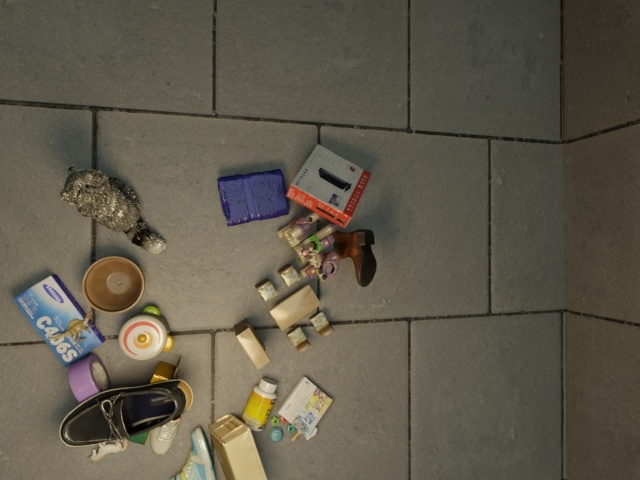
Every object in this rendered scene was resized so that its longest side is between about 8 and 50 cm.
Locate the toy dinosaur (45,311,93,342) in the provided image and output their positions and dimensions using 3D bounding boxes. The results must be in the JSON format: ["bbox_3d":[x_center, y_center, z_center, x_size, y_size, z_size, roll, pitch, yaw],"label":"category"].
[{"bbox_3d":[-0.995,0.368,1.626,0.183,0.053,0.093,-37,83,-22],"label":"toy dinosaur"}]

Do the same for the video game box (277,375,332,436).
[{"bbox_3d":[-0.073,0.791,1.920,0.187,0.048,0.205,43,69,-6],"label":"video game box"}]

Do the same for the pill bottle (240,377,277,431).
[{"bbox_3d":[-0.276,0.751,1.849,0.117,0.117,0.215,24,84,-14],"label":"pill bottle"}]

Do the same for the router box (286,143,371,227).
[{"bbox_3d":[0.046,-0.258,1.854,0.301,0.082,0.336,28,50,-2],"label":"router box"}]

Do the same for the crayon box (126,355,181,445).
[{"bbox_3d":[-0.696,0.651,1.694,0.083,0.203,0.323,23,83,-13],"label":"crayon box"}]

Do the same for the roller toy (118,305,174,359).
[{"bbox_3d":[-0.748,0.407,1.711,0.191,0.146,0.209,-29,97,-13],"label":"roller toy"}]

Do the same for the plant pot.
[{"bbox_3d":[-0.865,0.185,1.701,0.237,0.109,0.238,0,89,-16],"label":"plant pot"}]

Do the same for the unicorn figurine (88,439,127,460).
[{"bbox_3d":[-0.907,0.878,1.708,0.161,0.060,0.111,6,87,-15],"label":"unicorn figurine"}]

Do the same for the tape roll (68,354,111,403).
[{"bbox_3d":[-0.937,0.570,1.636,0.080,0.189,0.189,-23,95,-13],"label":"tape roll"}]

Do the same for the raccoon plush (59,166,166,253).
[{"bbox_3d":[-0.812,-0.129,1.620,0.446,0.299,0.216,32,81,-13],"label":"raccoon plush"}]

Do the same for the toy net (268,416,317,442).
[{"bbox_3d":[-0.131,0.899,1.929,0.232,0.045,0.122,4,76,-18],"label":"toy net"}]

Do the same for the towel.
[{"bbox_3d":[-0.312,-0.203,1.878,0.308,0.076,0.228,-12,99,-15],"label":"towel"}]

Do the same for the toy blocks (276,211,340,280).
[{"bbox_3d":[0.000,0.000,1.833,0.260,0.309,0.289,-33,98,-17],"label":"toy blocks"}]

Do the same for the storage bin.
[{"bbox_3d":[-0.370,0.934,1.755,0.123,0.260,0.262,-21,95,-32],"label":"storage bin"}]

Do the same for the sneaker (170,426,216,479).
[{"bbox_3d":[-0.579,1.003,1.762,0.208,0.127,0.319,-12,92,-16],"label":"sneaker"}]

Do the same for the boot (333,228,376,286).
[{"bbox_3d":[0.134,0.079,1.881,0.096,0.280,0.264,-4,90,-33],"label":"boot"}]

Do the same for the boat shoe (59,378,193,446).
[{"bbox_3d":[-0.739,0.653,1.508,0.499,0.156,0.187,-14,87,-4],"label":"boat shoe"}]

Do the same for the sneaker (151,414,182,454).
[{"bbox_3d":[-0.669,0.800,1.742,0.105,0.123,0.290,16,87,-16],"label":"sneaker"}]

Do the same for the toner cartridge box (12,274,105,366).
[{"bbox_3d":[-1.074,0.331,1.661,0.165,0.075,0.348,-35,98,-15],"label":"toner cartridge box"}]

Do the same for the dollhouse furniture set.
[{"bbox_3d":[-0.178,0.359,1.808,0.394,0.256,0.362,-33,98,-13],"label":"dollhouse furniture set"}]
